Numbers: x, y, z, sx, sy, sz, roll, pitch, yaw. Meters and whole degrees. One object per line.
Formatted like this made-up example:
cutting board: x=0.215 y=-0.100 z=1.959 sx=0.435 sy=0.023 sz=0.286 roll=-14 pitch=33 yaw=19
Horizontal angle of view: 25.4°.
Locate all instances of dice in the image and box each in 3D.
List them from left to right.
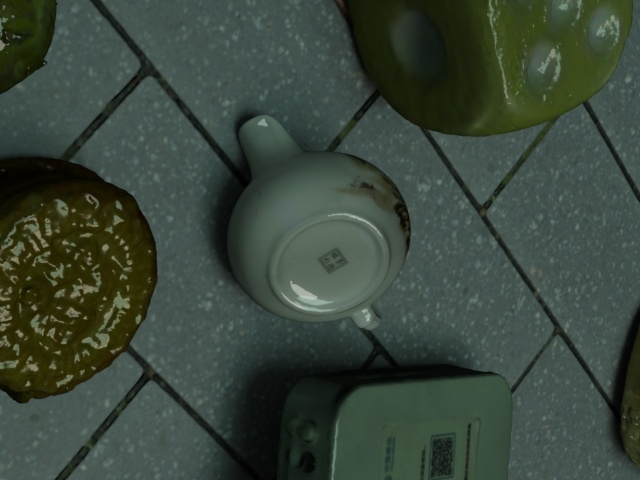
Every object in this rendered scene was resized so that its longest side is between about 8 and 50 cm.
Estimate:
dice: x=0.188 y=-0.261 z=1.577 sx=0.233 sy=0.238 sz=0.227 roll=-31 pitch=120 yaw=-28

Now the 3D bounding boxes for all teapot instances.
teapot: x=0.000 y=0.000 z=1.576 sx=0.204 sy=0.139 sz=0.298 roll=-26 pitch=125 yaw=0

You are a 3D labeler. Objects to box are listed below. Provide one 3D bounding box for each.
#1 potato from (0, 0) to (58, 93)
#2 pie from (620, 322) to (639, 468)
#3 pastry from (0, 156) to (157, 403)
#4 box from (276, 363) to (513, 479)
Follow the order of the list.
potato: x=-0.367 y=-0.191 z=1.215 sx=0.298 sy=0.141 sz=0.176 roll=-6 pitch=94 yaw=-31
pie: x=0.569 y=0.215 z=2.138 sx=0.339 sy=0.083 sz=0.339 roll=-12 pitch=109 yaw=-38
pastry: x=-0.267 y=0.043 z=1.367 sx=0.240 sy=0.132 sz=0.235 roll=-18 pitch=113 yaw=-33
box: x=0.087 y=0.352 z=1.698 sx=0.396 sy=0.111 sz=0.396 roll=4 pitch=90 yaw=-53
